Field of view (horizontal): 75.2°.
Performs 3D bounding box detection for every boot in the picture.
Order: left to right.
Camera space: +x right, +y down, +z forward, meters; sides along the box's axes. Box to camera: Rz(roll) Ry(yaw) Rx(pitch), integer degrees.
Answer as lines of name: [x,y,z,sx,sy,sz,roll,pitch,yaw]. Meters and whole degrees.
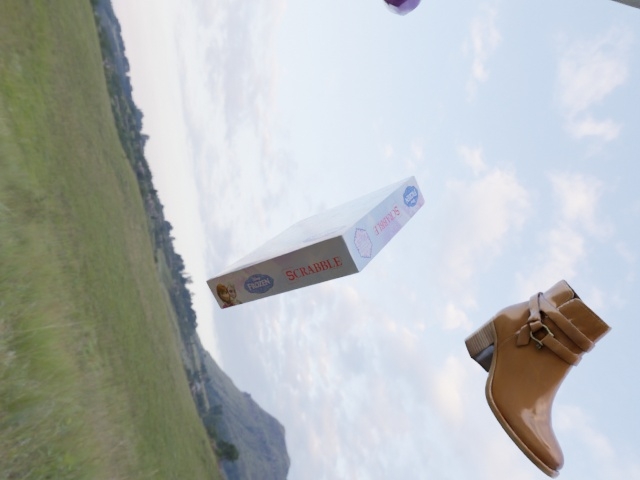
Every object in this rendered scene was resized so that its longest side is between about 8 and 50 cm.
boot: [0.383,0.211,0.686,0.220,0.109,0.283,-41,-156,22]

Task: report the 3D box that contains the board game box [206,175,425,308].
board game box: [0.000,0.000,0.782,0.318,0.318,0.066,-19,-79,38]

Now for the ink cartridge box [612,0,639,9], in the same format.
ink cartridge box: [0.398,-0.349,0.437,0.082,0.139,0.191,-58,168,-51]

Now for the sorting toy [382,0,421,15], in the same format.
sorting toy: [0.079,-0.527,0.661,0.126,0.127,0.366,-35,105,-77]
